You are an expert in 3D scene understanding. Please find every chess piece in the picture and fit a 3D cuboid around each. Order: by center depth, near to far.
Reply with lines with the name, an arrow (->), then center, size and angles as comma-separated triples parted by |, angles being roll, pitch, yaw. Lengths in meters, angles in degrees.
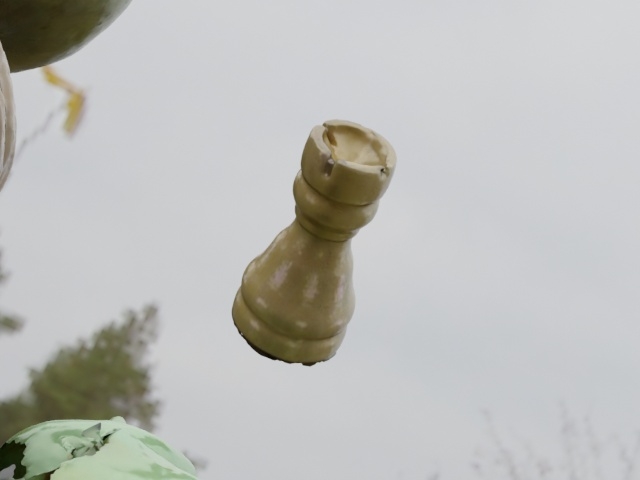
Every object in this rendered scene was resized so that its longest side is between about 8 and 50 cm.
chess piece -> 0.000, 0.000, 0.995 | 0.066, 0.066, 0.122 | 23, -56, 2

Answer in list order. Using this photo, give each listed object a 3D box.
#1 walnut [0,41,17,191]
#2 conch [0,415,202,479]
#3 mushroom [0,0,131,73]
walnut -> -0.345, -0.110, 1.503 | 0.225, 0.225, 0.261 | -4, -68, 51
conch -> -0.114, 0.182, 0.884 | 0.137, 0.250, 0.143 | 29, -52, -8
mushroom -> -0.358, -0.337, 2.050 | 0.352, 0.260, 0.352 | 5, -35, 4
